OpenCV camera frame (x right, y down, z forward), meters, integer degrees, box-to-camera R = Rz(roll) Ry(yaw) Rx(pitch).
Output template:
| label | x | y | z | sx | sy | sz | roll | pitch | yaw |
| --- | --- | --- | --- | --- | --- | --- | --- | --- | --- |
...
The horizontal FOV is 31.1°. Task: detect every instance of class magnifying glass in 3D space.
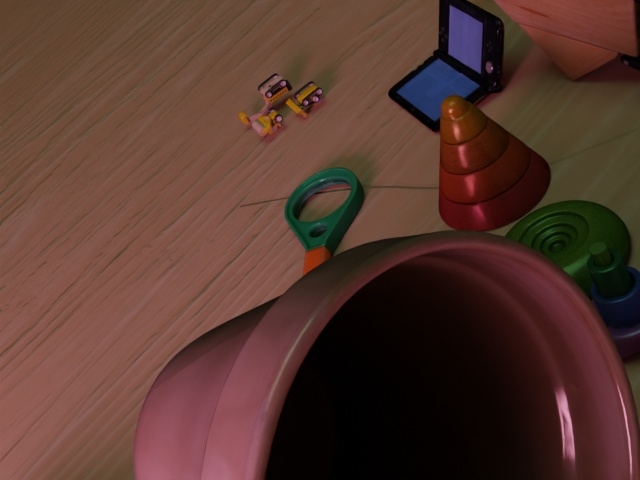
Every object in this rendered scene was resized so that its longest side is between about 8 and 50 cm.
| label | x | y | z | sx | sy | sz | roll | pitch | yaw |
| --- | --- | --- | --- | --- | --- | --- | --- | --- | --- |
| magnifying glass | 0.000 | 0.000 | 1.239 | 0.092 | 0.026 | 0.231 | -18 | 35 | 19 |

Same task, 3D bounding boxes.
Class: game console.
| label | x | y | z | sx | sy | sz | roll | pitch | yaw |
| --- | --- | --- | --- | --- | --- | --- | --- | --- | --- |
| game console | 0.142 | -0.211 | 1.336 | 0.085 | 0.124 | 0.144 | -12 | 30 | -19 |

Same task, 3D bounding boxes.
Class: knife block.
| label | x | y | z | sx | sy | sz | roll | pitch | yaw |
| --- | --- | --- | --- | --- | --- | --- | --- | --- | --- |
| knife block | 0.297 | -0.269 | 1.156 | 0.088 | 0.275 | 0.242 | -49 | 8 | -23 |

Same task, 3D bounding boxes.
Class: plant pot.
| label | x | y | z | sx | sy | sz | roll | pitch | yaw |
| --- | --- | --- | --- | --- | --- | --- | --- | --- | --- |
| plant pot | 0.012 | 0.157 | 0.807 | 0.280 | 0.323 | 0.323 | -1 | 44 | 54 |

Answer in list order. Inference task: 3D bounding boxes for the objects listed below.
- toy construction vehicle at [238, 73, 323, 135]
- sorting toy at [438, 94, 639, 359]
| label | x | y | z | sx | sy | sz | roll | pitch | yaw |
| --- | --- | --- | --- | --- | --- | --- | --- | --- | --- |
| toy construction vehicle | -0.051 | -0.173 | 1.487 | 0.098 | 0.035 | 0.086 | -41 | 46 | -8 |
| sorting toy | 0.189 | -0.036 | 1.042 | 0.127 | 0.126 | 0.365 | -32 | 34 | 0 |
